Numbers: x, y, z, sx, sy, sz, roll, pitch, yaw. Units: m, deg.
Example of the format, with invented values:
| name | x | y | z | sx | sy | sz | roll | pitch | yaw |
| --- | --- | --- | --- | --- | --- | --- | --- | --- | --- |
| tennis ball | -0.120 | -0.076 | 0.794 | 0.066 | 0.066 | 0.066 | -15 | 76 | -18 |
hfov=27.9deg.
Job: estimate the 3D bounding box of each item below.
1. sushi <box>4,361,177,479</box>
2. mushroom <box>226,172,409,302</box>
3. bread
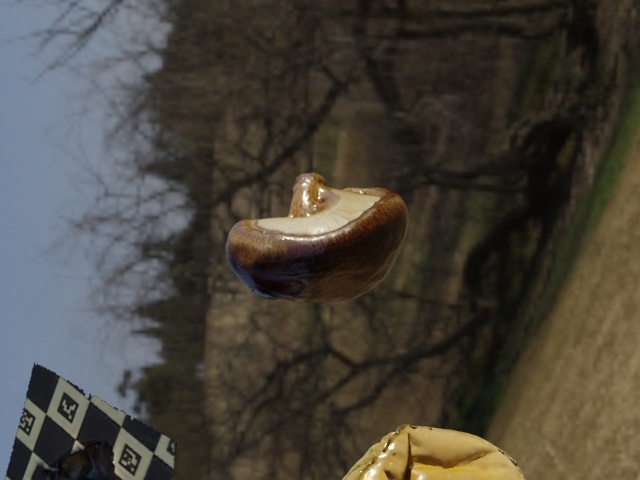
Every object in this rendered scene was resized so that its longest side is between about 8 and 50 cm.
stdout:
| name | x | y | z | sx | sy | sz | roll | pitch | yaw |
| --- | --- | --- | --- | --- | --- | --- | --- | --- | --- |
| sushi | -0.197 | 0.231 | 1.119 | 0.040 | 0.192 | 0.210 | -5 | -66 | -55 |
| mushroom | 0.002 | 0.013 | 1.580 | 0.194 | 0.231 | 0.138 | -121 | 19 | -57 |
| bread | 0.091 | 0.334 | 1.261 | 0.156 | 0.204 | 0.288 | 106 | 176 | -55 |
